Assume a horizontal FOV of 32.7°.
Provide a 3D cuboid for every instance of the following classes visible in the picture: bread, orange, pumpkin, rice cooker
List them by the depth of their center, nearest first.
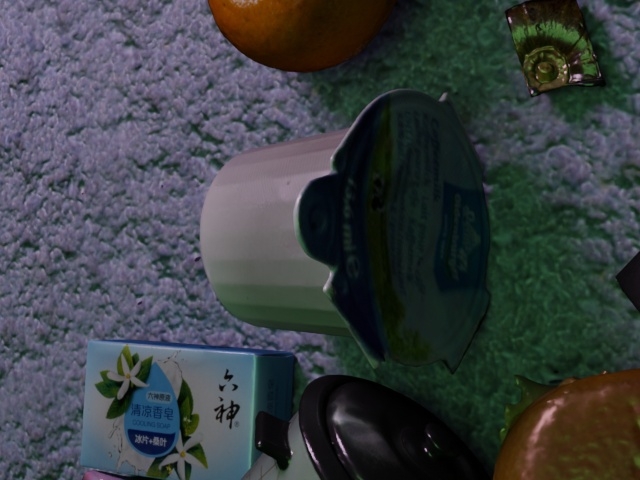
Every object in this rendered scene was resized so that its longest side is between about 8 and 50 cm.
[{"bbox_3d":[0.330,0.216,0.862,0.388,0.183,0.236,-5,83,29],"label":"bread"},{"bbox_3d":[0.043,0.254,0.991,0.280,0.241,0.227,33,111,-15],"label":"rice cooker"},{"bbox_3d":[0.221,-0.179,1.028,0.073,0.035,0.101,-15,77,17],"label":"pumpkin"},{"bbox_3d":[-0.017,-0.279,1.089,0.224,0.170,0.224,10,105,41],"label":"orange"}]

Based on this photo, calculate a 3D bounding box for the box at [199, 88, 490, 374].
[{"bbox_3d":[0.000,0.000,1.017,0.206,0.291,0.262,-4,89,40],"label":"box"}]

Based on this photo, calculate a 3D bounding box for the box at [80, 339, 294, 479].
[{"bbox_3d":[-0.147,0.185,1.190,0.232,0.083,0.143,1,86,31],"label":"box"}]

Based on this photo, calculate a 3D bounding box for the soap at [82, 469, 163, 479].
[{"bbox_3d":[-0.201,0.425,1.149,0.193,0.109,0.324,9,85,52],"label":"soap"}]

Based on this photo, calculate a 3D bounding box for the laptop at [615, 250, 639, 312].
[{"bbox_3d":[0.344,0.000,0.917,0.197,0.016,0.135,-50,29,19],"label":"laptop"}]
